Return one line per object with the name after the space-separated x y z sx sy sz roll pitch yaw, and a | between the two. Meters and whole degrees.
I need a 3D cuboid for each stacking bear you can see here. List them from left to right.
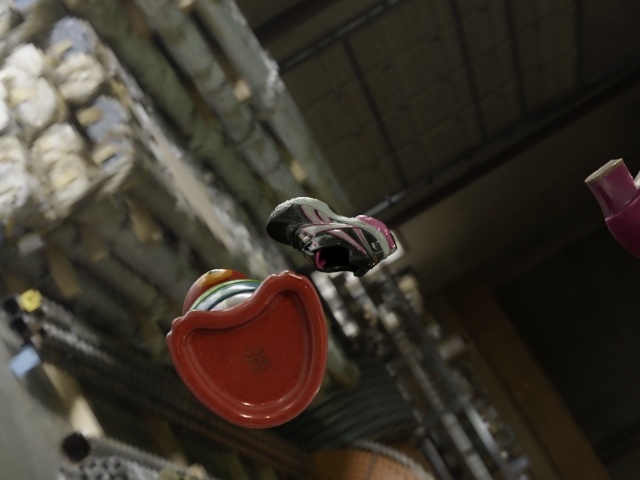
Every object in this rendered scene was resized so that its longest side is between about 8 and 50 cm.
-0.099 0.111 1.610 0.289 0.175 0.164 -146 -146 -74 | stacking bear

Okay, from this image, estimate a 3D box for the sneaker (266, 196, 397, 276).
0.000 0.000 1.650 0.178 0.077 0.072 9 -49 36 | sneaker

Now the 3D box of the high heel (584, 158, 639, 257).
0.449 -0.087 1.632 0.117 0.244 0.082 57 -6 -4 | high heel
